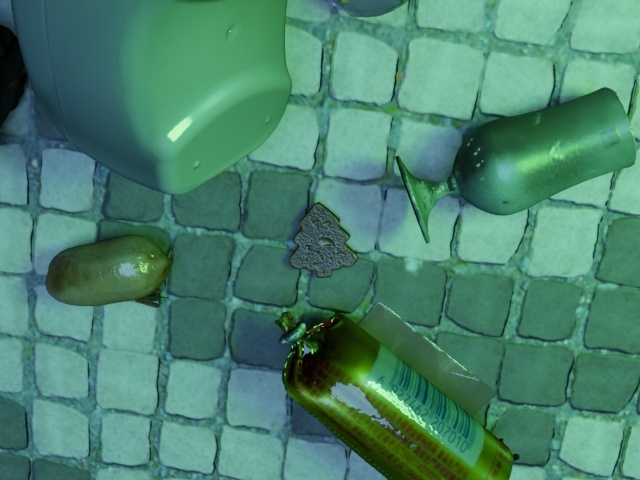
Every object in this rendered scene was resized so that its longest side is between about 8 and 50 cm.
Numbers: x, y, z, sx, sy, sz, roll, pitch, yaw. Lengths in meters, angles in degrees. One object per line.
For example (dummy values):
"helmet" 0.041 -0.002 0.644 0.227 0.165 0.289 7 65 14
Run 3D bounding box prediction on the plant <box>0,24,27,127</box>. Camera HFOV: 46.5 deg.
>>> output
"plant" -0.434 -0.183 0.764 0.234 0.204 0.178 26 83 -1

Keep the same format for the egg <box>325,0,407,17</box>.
"egg" 0.056 -0.356 0.674 0.162 0.206 0.271 -50 135 -16

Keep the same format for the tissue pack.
"tissue pack" -0.149 -0.229 0.662 0.236 0.229 0.333 35 138 17

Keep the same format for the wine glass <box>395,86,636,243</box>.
"wine glass" 0.203 -0.080 0.785 0.230 0.103 0.103 -18 103 6

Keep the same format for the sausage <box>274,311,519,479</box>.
"sausage" 0.067 0.195 0.859 0.317 0.117 0.125 39 90 -7

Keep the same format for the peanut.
"peanut" -0.248 0.036 0.865 0.152 0.076 0.076 -10 105 4

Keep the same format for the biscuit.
"biscuit" 0.000 0.000 0.866 0.082 0.016 0.092 -6 104 11

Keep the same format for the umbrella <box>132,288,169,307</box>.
"umbrella" -0.222 0.067 0.901 0.083 0.020 0.031 1 145 4

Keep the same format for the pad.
"pad" 0.108 0.170 0.911 0.187 0.006 0.113 38 104 -7
